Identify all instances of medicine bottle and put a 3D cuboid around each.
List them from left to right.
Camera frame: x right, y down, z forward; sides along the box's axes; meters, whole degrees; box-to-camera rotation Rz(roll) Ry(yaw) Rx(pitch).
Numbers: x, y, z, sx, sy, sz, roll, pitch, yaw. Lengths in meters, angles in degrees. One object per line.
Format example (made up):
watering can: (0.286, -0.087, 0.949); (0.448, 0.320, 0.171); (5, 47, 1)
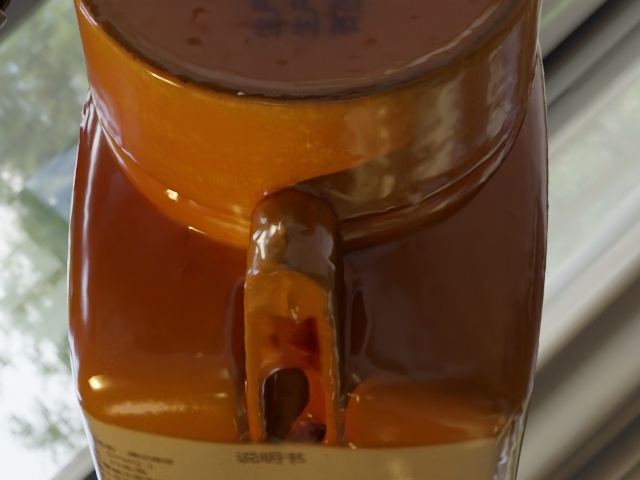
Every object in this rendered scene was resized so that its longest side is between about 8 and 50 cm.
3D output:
medicine bottle: (-0.001, 0.000, 0.460); (0.222, 0.112, 0.149); (88, -175, -53)

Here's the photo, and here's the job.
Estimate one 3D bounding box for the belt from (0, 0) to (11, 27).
belt: (-0.182, -0.061, 0.537); (0.139, 0.230, 0.126); (45, 163, -18)
